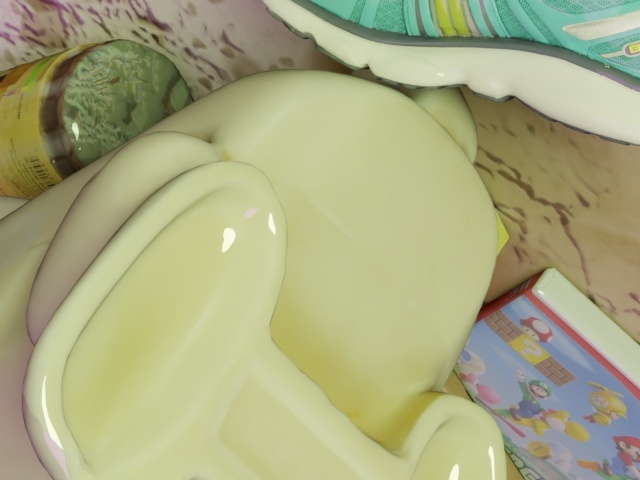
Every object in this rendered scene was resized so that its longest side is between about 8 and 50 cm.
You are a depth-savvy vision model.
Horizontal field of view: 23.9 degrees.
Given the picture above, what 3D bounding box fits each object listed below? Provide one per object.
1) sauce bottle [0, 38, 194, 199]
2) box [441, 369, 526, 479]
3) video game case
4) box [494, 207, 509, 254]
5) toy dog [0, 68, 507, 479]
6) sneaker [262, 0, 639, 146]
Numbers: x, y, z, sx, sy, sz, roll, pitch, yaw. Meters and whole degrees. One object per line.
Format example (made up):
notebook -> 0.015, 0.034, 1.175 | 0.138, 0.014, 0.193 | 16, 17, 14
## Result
sauce bottle -> -0.229, -0.066, 1.098 | 0.344, 0.111, 0.111 | -7, 127, 48
box -> 0.065, 0.144, 1.106 | 0.164, 0.021, 0.201 | -1, 132, 47
video game case -> 0.153, 0.137, 1.050 | 0.204, 0.025, 0.285 | 42, 148, -5
box -> 0.000, 0.000, 0.975 | 0.232, 0.087, 0.058 | 3, 134, 42
toy dog -> -0.128, 0.050, 0.830 | 0.408, 0.395, 0.284 | -10, 143, 43
sneaker -> 0.086, -0.133, 0.732 | 0.275, 0.107, 0.110 | 16, 123, 24
